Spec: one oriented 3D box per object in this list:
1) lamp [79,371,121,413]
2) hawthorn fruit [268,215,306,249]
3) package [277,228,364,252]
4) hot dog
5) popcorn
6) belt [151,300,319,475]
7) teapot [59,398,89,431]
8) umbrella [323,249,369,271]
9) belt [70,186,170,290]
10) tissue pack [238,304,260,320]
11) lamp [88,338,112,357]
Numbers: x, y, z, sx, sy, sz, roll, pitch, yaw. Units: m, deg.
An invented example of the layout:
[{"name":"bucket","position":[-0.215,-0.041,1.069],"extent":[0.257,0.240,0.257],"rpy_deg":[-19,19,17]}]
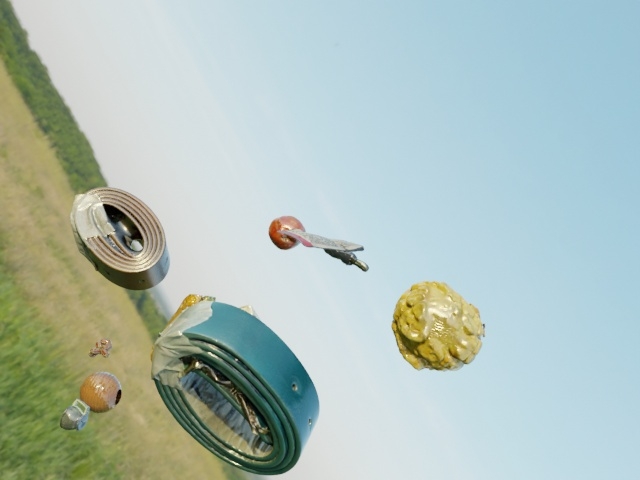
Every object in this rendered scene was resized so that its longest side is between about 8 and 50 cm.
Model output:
[{"name":"lamp","position":[-0.719,0.497,2.173],"extent":[0.136,0.136,0.136],"rpy_deg":[55,-15,22]},{"name":"hawthorn fruit","position":[-0.109,-0.025,2.167],"extent":[0.128,0.128,0.128],"rpy_deg":[55,-15,22]},{"name":"package","position":[0.000,0.000,1.968],"extent":[0.154,0.239,0.030],"rpy_deg":[22,-80,46]},{"name":"hot dog","position":[-0.379,0.248,1.823],"extent":[0.115,0.269,0.072],"rpy_deg":[16,29,-39]},{"name":"popcorn","position":[0.301,0.230,1.727],"extent":[0.250,0.250,0.190],"rpy_deg":[55,-11,24]},{"name":"belt","position":[-0.199,0.347,1.548],"extent":[0.436,0.300,0.173],"rpy_deg":[52,31,-8]},{"name":"teapot","position":[-0.675,0.486,1.840],"extent":[0.057,0.088,0.066],"rpy_deg":[17,-18,11]},{"name":"umbrella","position":[0.100,0.056,2.542],"extent":[0.248,0.071,0.071],"rpy_deg":[24,-37,50]},{"name":"belt","position":[-0.573,-0.008,1.902],"extent":[0.339,0.217,0.122],"rpy_deg":[43,-26,20]},{"name":"tissue pack","position":[-0.277,0.331,2.293],"extent":[0.226,0.183,0.092],"rpy_deg":[65,5,-49]},{"name":"lamp","position":[-0.694,0.341,2.111],"extent":[0.083,0.063,0.031],"rpy_deg":[-91,-164,-61]}]
